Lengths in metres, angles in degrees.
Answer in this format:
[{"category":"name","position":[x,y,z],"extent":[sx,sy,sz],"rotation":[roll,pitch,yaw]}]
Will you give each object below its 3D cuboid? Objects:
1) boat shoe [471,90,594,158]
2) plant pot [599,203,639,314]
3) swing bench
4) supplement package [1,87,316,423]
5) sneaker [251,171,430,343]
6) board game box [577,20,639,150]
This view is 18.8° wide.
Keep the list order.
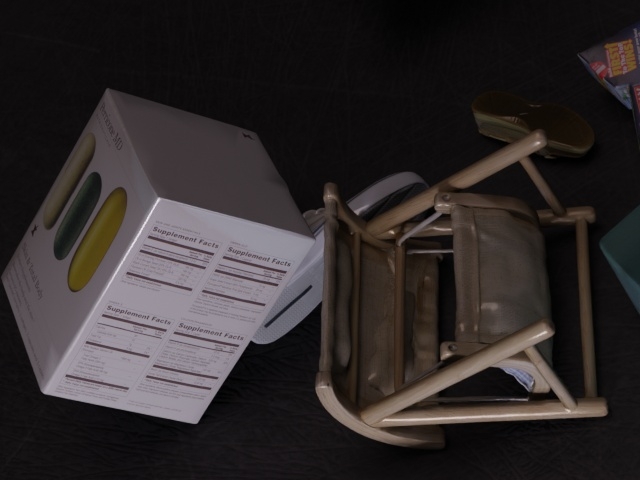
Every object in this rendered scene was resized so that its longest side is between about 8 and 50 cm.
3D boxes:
[{"category":"boat shoe","position":[0.233,-0.119,2.110],"extent":[0.153,0.048,0.056],"rotation":[20,53,32]},{"category":"plant pot","position":[0.381,0.045,1.800],"extent":[0.165,0.165,0.234],"rotation":[-40,37,-6]},{"category":"swing bench","position":[0.136,0.057,1.925],"extent":[0.254,0.165,0.253],"rotation":[-15,49,22]},{"category":"supplement package","position":[-0.177,0.019,2.041],"extent":[0.263,0.198,0.199],"rotation":[-57,38,24]},{"category":"sneaker","position":[0.000,0.000,2.102],"extent":[0.258,0.094,0.091],"rotation":[-36,49,-1]},{"category":"board game box","position":[0.376,-0.168,2.031],"extent":[0.194,0.060,0.194],"rotation":[-15,63,20]}]
